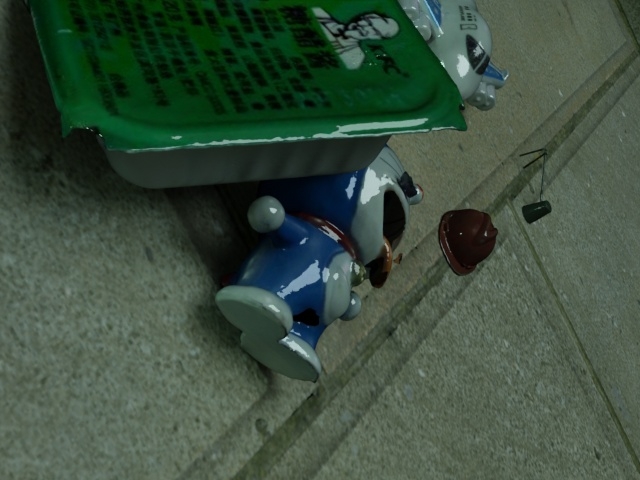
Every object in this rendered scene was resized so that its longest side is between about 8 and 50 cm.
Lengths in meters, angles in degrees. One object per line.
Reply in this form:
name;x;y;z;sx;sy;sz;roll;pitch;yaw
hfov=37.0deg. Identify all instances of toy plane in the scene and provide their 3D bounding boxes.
toy plane;0.197;-0.310;1.415;0.266;0.122;0.267;29;51;-43

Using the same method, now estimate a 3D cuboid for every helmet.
helmet;0.212;-0.005;1.304;0.089;0.057;0.111;60;33;-15

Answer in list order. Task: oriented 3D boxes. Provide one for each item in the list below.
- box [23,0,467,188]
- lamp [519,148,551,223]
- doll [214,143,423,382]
box;-0.072;-0.139;0.820;0.336;0.106;0.264;-6;49;-24
lamp;0.356;-0.090;1.567;0.041;0.054;0.121;28;49;-45
doll;0.000;0.000;0.905;0.215;0.161;0.257;73;31;-49
